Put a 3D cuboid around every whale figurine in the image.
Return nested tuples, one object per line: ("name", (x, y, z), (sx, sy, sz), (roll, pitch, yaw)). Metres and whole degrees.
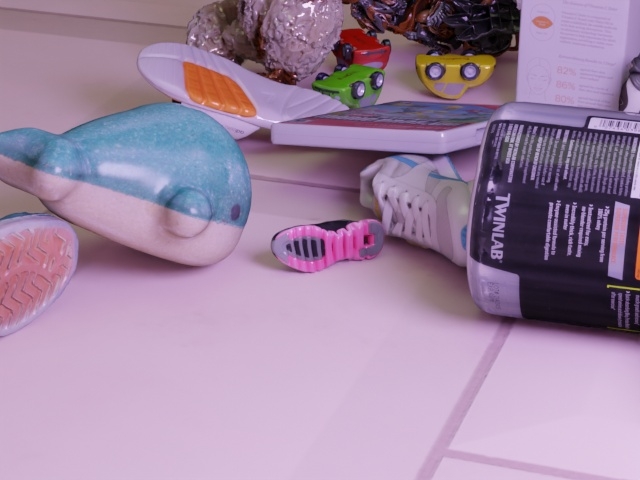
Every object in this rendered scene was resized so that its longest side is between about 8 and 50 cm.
("whale figurine", (-0.177, -0.070, 1.596), (0.216, 0.141, 0.272), (21, 2, 39))

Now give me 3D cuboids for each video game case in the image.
("video game case", (0.106, -0.125, 1.880), (0.204, 0.025, 0.285), (5, 11, 30))

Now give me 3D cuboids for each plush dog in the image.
("plush dog", (-0.037, -0.274, 2.082), (0.210, 0.262, 0.225), (11, 25, -16))

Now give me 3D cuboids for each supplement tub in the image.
("supplement tub", (0.296, -0.012, 1.509), (0.316, 0.194, 0.193), (8, 24, 14))

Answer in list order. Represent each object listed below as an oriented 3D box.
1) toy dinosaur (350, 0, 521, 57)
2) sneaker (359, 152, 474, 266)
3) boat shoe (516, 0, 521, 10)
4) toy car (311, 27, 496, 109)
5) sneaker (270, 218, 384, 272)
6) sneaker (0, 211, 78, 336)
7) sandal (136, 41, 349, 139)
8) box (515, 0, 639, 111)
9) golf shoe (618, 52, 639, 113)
("toy dinosaur", (0.206, -0.303, 2.232), (0.322, 0.164, 0.218), (-11, -14, -7))
("sneaker", (0.102, -0.026, 1.683), (0.092, 0.087, 0.229), (-8, 16, -11))
("boat shoe", (0.335, -0.353, 2.417), (0.302, 0.103, 0.113), (-8, 25, -19))
("toy car", (0.066, -0.194, 2.103), (0.239, 0.053, 0.225), (15, 27, 32))
("sneaker", (0.000, 0.000, 1.668), (0.119, 0.047, 0.057), (-5, 16, -31))
("sneaker", (-0.348, 0.036, 1.486), (0.121, 0.108, 0.302), (24, 34, 35))
("sandal", (-0.088, -0.141, 1.965), (0.265, 0.076, 0.102), (19, 37, -9))
("box", (0.306, -0.227, 2.036), (0.130, 0.170, 0.091), (12, 26, 23))
("golf shoe", (0.379, -0.154, 1.998), (0.077, 0.094, 0.198), (29, 8, 25))
